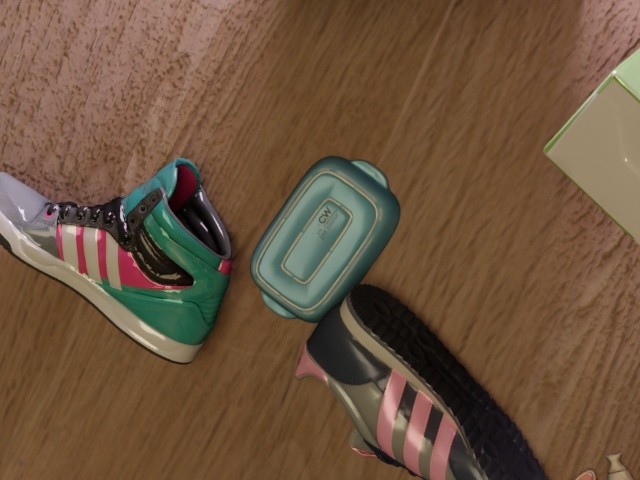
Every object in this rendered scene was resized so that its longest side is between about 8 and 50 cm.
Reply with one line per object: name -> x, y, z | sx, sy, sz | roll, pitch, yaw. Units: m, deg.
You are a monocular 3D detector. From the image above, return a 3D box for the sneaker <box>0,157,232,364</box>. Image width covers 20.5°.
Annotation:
sneaker -> -0.209, -0.024, 1.838 | 0.295, 0.124, 0.178 | 35, 106, 2

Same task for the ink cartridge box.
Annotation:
ink cartridge box -> 0.382, -0.113, 1.566 | 0.207, 0.353, 0.119 | 45, 136, 8

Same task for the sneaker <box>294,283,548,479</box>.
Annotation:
sneaker -> 0.106, 0.198, 1.793 | 0.319, 0.112, 0.131 | 51, 120, 10

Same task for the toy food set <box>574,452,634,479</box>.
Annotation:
toy food set -> 0.288, 0.282, 1.781 | 0.078, 0.019, 0.122 | -22, 87, 15

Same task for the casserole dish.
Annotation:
casserole dish -> 0.000, 0.000, 1.834 | 0.114, 0.037, 0.188 | 37, 100, 10
